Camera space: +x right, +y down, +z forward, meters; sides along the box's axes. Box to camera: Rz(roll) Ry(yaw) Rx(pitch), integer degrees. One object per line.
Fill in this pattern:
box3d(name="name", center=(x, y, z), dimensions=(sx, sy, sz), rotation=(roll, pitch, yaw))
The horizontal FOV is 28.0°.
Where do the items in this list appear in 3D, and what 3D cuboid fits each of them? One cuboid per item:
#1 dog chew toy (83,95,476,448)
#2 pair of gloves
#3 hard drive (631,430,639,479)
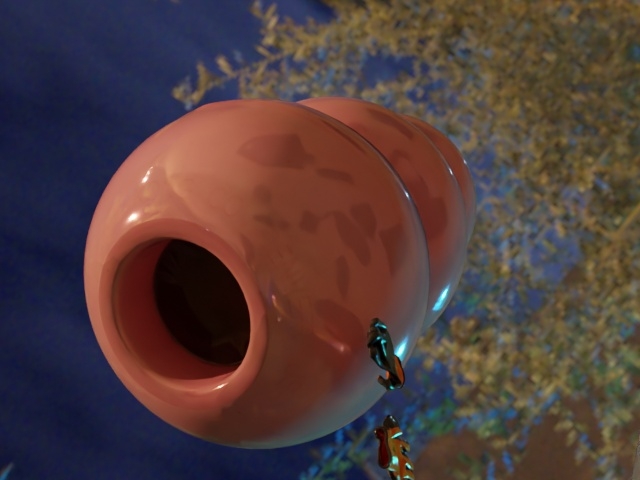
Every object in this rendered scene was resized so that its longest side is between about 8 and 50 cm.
box3d(name="dog chew toy", center=(0.000, 0.000, 0.828), dimensions=(0.206, 0.207, 0.332), rotation=(40, -152, 12))
box3d(name="pair of gloves", center=(0.037, 0.083, 0.651), dimensions=(0.074, 0.010, 0.083), rotation=(53, -152, -66))
box3d(name="hard drive", center=(0.289, 0.170, 0.840), dimensions=(0.210, 0.040, 0.319), rotation=(46, -144, -12))
